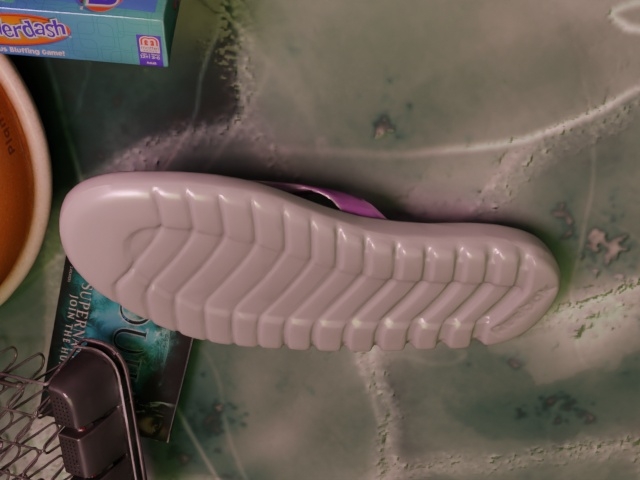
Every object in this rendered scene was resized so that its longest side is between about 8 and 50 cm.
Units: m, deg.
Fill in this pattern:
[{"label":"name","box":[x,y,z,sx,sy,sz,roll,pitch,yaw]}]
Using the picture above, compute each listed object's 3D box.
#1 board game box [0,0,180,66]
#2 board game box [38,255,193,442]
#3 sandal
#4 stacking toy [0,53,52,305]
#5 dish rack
[{"label":"board game box","box":[-0.200,-0.200,0.710,0.210,0.160,0.047,4,145,-1]},{"label":"board game box","box":[-0.179,0.092,0.925,0.126,0.026,0.186,14,116,-5]},{"label":"sandal","box":[-0.006,0.011,0.848,0.416,0.102,0.169,11,132,-18]},{"label":"stacking toy","box":[-0.397,0.020,0.645,0.351,0.480,0.350,1,115,2]},{"label":"dish rack","box":[-0.294,0.176,0.930,0.272,0.074,0.208,8,117,24]}]
